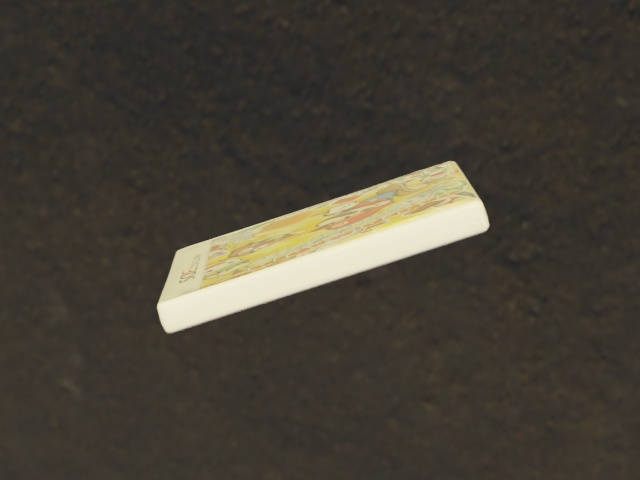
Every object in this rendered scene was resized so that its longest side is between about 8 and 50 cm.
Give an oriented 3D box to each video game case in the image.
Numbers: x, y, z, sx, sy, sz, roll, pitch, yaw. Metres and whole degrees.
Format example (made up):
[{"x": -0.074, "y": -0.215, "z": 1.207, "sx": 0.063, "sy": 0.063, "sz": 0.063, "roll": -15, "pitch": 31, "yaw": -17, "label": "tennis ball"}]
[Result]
[{"x": 0.000, "y": 0.000, "z": 1.308, "sx": 0.227, "sy": 0.206, "sz": 0.026, "roll": -18, "pitch": 100, "yaw": 2, "label": "video game case"}]
